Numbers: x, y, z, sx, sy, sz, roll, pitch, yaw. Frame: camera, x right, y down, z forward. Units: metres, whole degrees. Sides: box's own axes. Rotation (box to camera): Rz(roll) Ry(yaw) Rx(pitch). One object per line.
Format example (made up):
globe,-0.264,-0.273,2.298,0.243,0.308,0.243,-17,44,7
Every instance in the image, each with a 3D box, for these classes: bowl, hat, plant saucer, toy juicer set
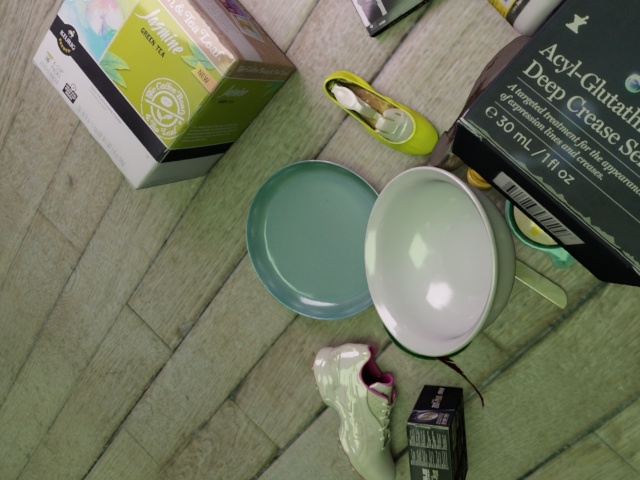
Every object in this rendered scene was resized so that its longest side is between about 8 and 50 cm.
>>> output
bowl,0.208,0.031,0.887,0.298,0.134,0.298,6,97,59
hat,0.181,0.165,0.957,0.208,0.183,0.173,-5,101,25
plant saucer,0.000,0.000,1.075,0.317,0.043,0.318,6,105,22
toy juicer set,0.332,-0.057,0.887,0.209,0.089,0.329,15,109,20

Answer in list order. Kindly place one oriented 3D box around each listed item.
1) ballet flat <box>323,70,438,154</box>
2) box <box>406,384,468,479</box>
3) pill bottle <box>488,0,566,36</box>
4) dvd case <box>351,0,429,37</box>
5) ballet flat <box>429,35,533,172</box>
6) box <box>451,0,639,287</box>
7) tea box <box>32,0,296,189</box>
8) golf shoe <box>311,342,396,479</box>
ballet flat,0.097,-0.219,0.956,0.231,0.077,0.077,37,114,11
box,0.219,0.384,1.017,0.077,0.147,0.180,-1,103,24
pill bottle,0.249,-0.468,0.763,0.188,0.188,0.334,-43,84,26
dvd case,0.105,-0.492,0.909,0.179,0.029,0.239,-26,91,27
ballet flat,0.270,-0.212,0.892,0.058,0.084,0.250,24,115,-19
box,0.411,-0.182,0.690,0.293,0.212,0.395,43,96,9
tea box,-0.289,-0.328,1.019,0.329,0.220,0.323,49,116,6
golf shoe,0.097,0.344,1.084,0.140,0.115,0.306,-23,94,24
